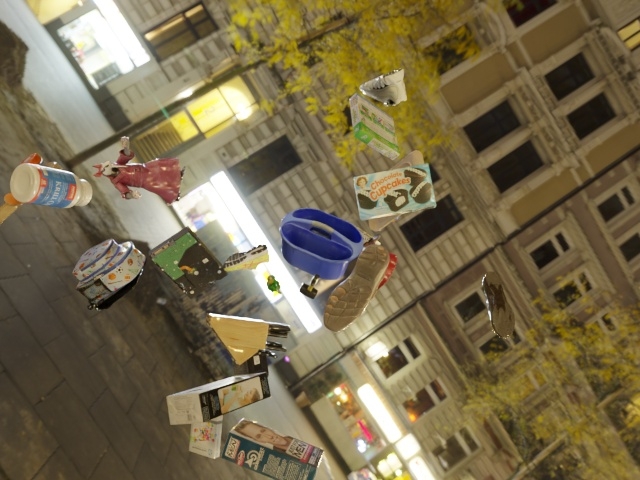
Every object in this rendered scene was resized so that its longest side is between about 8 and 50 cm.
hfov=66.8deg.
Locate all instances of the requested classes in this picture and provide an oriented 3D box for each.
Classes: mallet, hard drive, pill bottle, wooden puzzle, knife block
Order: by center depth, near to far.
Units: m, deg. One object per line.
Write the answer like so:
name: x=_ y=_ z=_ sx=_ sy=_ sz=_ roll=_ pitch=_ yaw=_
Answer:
pill bottle: x=-0.865 y=-0.171 z=1.577 sx=0.124 sy=0.124 sz=0.221 roll=54 pitch=17 yaw=16
mallet: x=-0.036 y=0.142 z=1.595 sx=0.062 sy=0.039 sz=0.189 roll=23 pitch=-25 yaw=6
knife block: x=-0.244 y=0.320 z=1.759 sx=0.275 sy=0.242 sz=0.088 roll=58 pitch=-21 yaw=-11
wooden puzzle: x=0.384 y=-0.235 z=2.389 sx=0.080 sy=0.348 sz=0.322 roll=30 pitch=43 yaw=-33
hard drive: x=-0.652 y=0.114 z=2.413 sx=0.339 sy=0.237 sz=0.064 roll=56 pitch=-1 yaw=-38

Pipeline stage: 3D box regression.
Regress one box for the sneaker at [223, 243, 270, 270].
sneaker: x=-0.306 y=0.095 z=2.041 sx=0.081 sy=0.209 sz=0.094 roll=-108 pitch=178 yaw=-54

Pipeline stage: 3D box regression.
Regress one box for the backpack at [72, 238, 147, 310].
backpack: x=-0.881 y=0.113 z=2.045 sx=0.276 sy=0.263 sz=0.213 roll=-110 pitch=175 yaw=-56

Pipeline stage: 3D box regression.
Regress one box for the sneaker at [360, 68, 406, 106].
sneaker: x=0.234 y=-0.555 z=1.810 sx=0.118 sy=0.110 sz=0.292 roll=65 pitch=-7 yaw=-17

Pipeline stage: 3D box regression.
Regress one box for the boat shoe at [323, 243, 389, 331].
boat shoe: x=0.128 y=0.167 z=1.595 sx=0.123 sy=0.324 sz=0.116 roll=33 pitch=-14 yaw=21

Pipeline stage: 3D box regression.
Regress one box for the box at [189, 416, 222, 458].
box: x=-0.463 y=0.766 z=1.961 sx=0.038 sy=0.145 sz=0.186 roll=14 pitch=78 yaw=-55

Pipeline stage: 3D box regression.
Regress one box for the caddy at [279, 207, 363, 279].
caddy: x=0.000 y=0.000 z=1.928 sx=0.341 sy=0.241 sz=0.179 roll=23 pitch=-43 yaw=13

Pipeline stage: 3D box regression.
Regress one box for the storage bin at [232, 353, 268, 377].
storage bin: x=-0.294 y=0.495 z=2.015 sx=0.122 sy=0.084 sz=0.180 roll=3 pitch=75 yaw=-56

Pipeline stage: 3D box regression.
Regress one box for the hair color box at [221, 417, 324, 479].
hair color box: x=-0.173 y=0.797 z=1.816 sx=0.347 sy=0.105 sz=0.174 roll=18 pitch=0 yaw=9

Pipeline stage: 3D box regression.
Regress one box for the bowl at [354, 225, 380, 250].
bowl: x=0.209 y=0.002 z=2.430 sx=0.170 sy=0.080 sz=0.170 roll=35 pitch=0 yaw=0

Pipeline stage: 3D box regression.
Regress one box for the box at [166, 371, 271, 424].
box: x=-0.320 y=0.501 z=1.554 sx=0.290 sy=0.169 sz=0.087 roll=0 pitch=75 yaw=-52

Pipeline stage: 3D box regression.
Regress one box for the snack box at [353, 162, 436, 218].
snack box: x=0.314 y=-0.206 z=2.070 sx=0.060 sy=0.322 sz=0.187 roll=32 pitch=48 yaw=-77

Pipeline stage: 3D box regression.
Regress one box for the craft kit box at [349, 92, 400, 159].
craft kit box: x=0.246 y=-0.517 z=2.205 sx=0.250 sy=0.061 sz=0.246 roll=24 pitch=44 yaw=-33

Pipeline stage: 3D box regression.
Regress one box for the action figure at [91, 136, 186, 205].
action figure: x=-0.783 y=-0.291 z=2.093 sx=0.276 sy=0.370 sz=0.248 roll=179 pitch=-84 yaw=-66

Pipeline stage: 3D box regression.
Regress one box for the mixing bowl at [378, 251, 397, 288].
mixing bowl: x=0.228 y=0.108 z=2.028 sx=0.098 sy=0.181 sz=0.181 roll=34 pitch=-3 yaw=-12

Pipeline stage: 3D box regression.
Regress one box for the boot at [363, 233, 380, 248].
boot: x=0.278 y=0.036 z=2.347 sx=0.114 sy=0.106 sz=0.037 roll=48 pitch=27 yaw=-16

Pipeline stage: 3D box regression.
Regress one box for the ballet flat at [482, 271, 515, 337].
ballet flat: x=0.621 y=0.228 z=1.712 sx=0.058 sy=0.084 sz=0.249 roll=95 pitch=-9 yaw=-58

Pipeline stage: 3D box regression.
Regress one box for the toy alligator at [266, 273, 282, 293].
toy alligator: x=-0.202 y=0.196 z=2.048 sx=0.056 sy=0.051 sz=0.189 roll=43 pitch=5 yaw=-23

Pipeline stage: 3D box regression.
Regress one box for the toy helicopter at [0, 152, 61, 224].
toy helicopter: x=-1.099 y=-0.154 z=1.788 sx=0.235 sy=0.355 sz=0.140 roll=23 pitch=-24 yaw=45
